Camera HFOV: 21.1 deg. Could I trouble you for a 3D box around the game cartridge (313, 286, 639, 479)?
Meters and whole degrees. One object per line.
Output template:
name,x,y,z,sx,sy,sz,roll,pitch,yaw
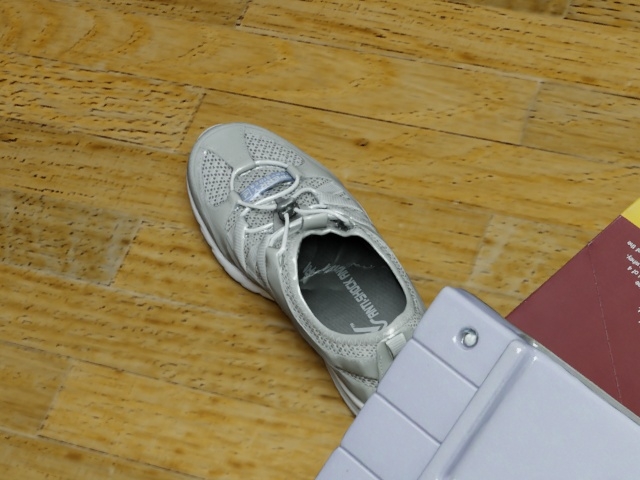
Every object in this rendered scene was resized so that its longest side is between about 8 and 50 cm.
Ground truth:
game cartridge,0.135,0.211,0.888,0.355,0.068,0.230,37,94,31

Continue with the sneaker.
sneaker,0.000,0.000,1.156,0.105,0.115,0.281,-34,56,-13

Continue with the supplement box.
supplement box,0.197,0.118,1.027,0.194,0.129,0.191,-40,57,-17
